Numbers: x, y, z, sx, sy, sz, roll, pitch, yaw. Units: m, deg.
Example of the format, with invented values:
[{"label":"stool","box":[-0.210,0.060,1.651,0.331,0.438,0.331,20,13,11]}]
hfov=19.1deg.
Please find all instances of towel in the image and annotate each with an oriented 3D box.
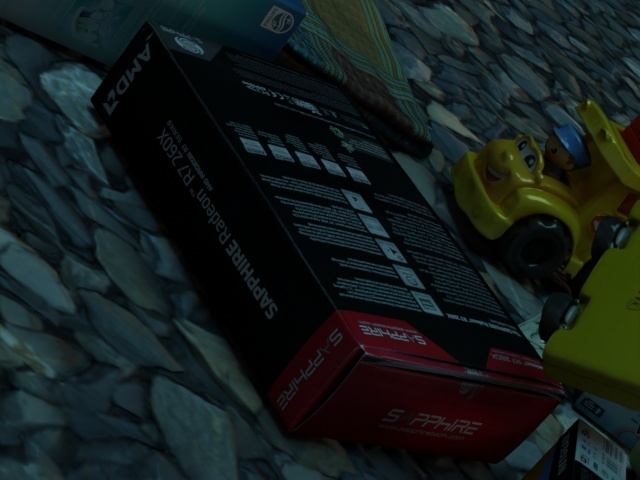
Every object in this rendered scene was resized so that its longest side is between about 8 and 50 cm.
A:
[{"label":"towel","box":[-0.017,-0.270,1.859,0.271,0.040,0.370,29,32,-48]}]

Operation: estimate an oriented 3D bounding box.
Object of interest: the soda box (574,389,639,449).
[{"label":"soda box","box":[0.307,0.165,1.621,0.183,0.063,0.058,38,20,-1]}]

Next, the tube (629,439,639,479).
[{"label":"tube","box":[0.328,0.250,1.500,0.070,0.062,0.240,-8,46,-22]}]

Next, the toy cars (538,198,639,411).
[{"label":"toy cars","box":[0.242,0.123,1.208,0.176,0.087,0.393,-9,40,-10]}]

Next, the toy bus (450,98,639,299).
[{"label":"toy bus","box":[0.266,-0.057,1.795,0.220,0.211,0.149,25,27,-26]}]

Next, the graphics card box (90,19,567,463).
[{"label":"graphics card box","box":[0.000,0.000,1.431,0.233,0.094,0.371,13,34,-45]}]

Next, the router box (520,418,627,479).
[{"label":"router box","box":[0.132,0.205,1.185,0.046,0.133,0.179,37,22,-5]}]

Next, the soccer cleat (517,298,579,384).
[{"label":"soccer cleat","box":[0.196,0.083,1.590,0.068,0.076,0.196,44,23,14]}]

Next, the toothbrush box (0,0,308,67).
[{"label":"toothbrush box","box":[-0.185,-0.253,1.593,0.295,0.126,0.216,22,27,-33]}]
